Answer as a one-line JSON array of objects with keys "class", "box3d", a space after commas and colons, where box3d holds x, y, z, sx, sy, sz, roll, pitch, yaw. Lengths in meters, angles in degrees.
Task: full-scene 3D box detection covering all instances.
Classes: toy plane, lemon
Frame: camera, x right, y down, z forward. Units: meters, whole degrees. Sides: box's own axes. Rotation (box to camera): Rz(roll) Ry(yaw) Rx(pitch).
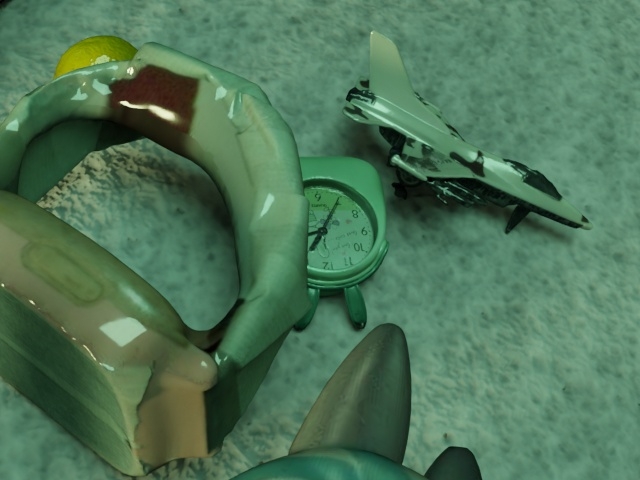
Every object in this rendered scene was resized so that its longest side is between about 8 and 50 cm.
[{"class": "toy plane", "box3d": [0.104, -0.061, 0.818, 0.234, 0.082, 0.160, 40, 26, -9]}, {"class": "lemon", "box3d": [-0.173, -0.127, 0.807, 0.083, 0.062, 0.062, -28, 67, -11]}]

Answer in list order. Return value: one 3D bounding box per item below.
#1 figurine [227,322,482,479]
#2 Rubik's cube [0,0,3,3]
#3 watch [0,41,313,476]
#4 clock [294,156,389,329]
[{"class": "figurine", "box3d": [-0.027, 0.176, 0.470, 0.266, 0.361, 0.378, 15, 55, -2]}, {"class": "Rubik's cube", "box3d": [-0.424, -0.288, 0.683, 0.363, 0.362, 0.359, 32, 60, 10]}, {"class": "watch", "box3d": [-0.112, -0.006, 0.684, 0.253, 0.162, 0.241, 33, 56, 18]}, {"class": "clock", "box3d": [0.000, 0.000, 0.776, 0.101, 0.041, 0.135, 0, 60, -12]}]
